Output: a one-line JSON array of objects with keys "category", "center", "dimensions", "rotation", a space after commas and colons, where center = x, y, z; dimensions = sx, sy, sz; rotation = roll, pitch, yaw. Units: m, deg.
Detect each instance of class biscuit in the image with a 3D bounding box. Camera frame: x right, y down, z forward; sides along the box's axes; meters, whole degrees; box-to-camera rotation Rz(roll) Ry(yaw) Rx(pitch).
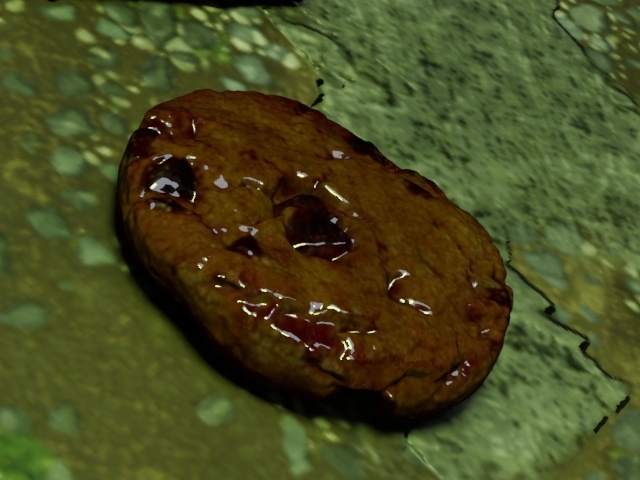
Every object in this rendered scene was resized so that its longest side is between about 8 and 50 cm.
[{"category": "biscuit", "center": [0.000, 0.000, 0.840], "dimensions": [0.192, 0.049, 0.192], "rotation": [23, 35, -17]}]

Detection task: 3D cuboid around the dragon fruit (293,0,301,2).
[{"category": "dragon fruit", "center": [-0.094, -0.201, 0.941], "dimensions": [0.261, 0.189, 0.163], "rotation": [2, 76, -39]}]
